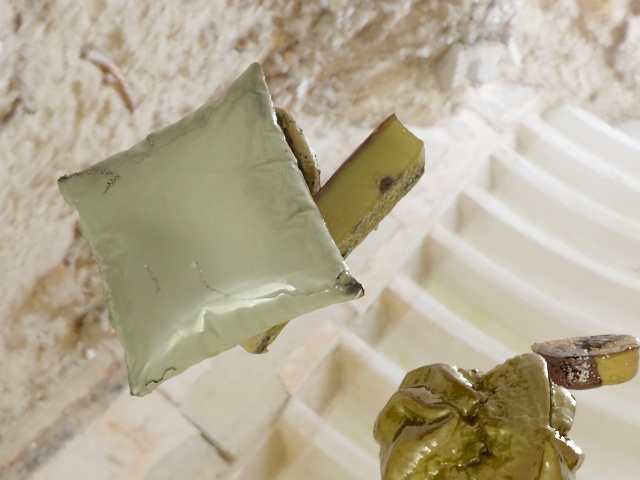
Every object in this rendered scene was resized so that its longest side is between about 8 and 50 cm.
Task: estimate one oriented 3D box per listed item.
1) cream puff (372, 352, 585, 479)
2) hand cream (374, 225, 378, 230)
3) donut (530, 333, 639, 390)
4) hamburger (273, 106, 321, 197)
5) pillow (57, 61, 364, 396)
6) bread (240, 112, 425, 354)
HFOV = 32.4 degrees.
[{"bbox_3d":[0.223,0.282,1.599,0.270,0.274,0.323,-58,-166,29],"label":"cream puff"},{"bbox_3d":[0.091,-0.099,1.734,0.046,0.095,0.175,-37,165,-48],"label":"hand cream"},{"bbox_3d":[0.455,0.205,1.877,0.184,0.073,0.166,-8,-176,-7],"label":"donut"},{"bbox_3d":[-0.080,-0.109,1.587,0.113,0.185,0.177,-18,136,-23],"label":"hamburger"},{"bbox_3d":[-0.141,-0.009,1.293,0.312,0.310,0.119,-28,161,16],"label":"pillow"},{"bbox_3d":[0.000,-0.001,1.451,0.361,0.077,0.138,-48,167,-10],"label":"bread"}]
